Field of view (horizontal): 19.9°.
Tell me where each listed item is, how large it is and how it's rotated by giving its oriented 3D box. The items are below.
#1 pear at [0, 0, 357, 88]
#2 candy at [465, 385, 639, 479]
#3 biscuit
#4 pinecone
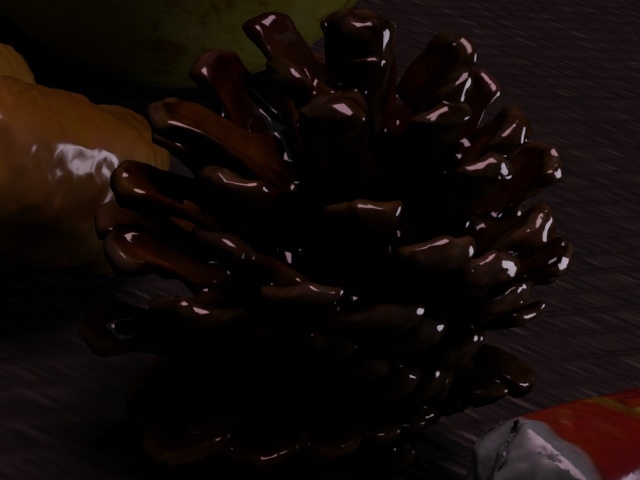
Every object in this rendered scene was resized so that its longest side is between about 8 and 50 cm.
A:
[{"bbox_3d":[-0.086,-0.223,1.027,0.283,0.283,0.283,13,22,-5],"label":"pear"},{"bbox_3d":[0.112,0.092,0.643,0.059,0.086,0.292,27,23,34],"label":"candy"},{"bbox_3d":[-0.196,-0.055,0.754,0.274,0.091,0.213,17,4,-5],"label":"biscuit"},{"bbox_3d":[0.001,0.004,0.665,0.179,0.195,0.150,-15,55,-31],"label":"pinecone"}]
